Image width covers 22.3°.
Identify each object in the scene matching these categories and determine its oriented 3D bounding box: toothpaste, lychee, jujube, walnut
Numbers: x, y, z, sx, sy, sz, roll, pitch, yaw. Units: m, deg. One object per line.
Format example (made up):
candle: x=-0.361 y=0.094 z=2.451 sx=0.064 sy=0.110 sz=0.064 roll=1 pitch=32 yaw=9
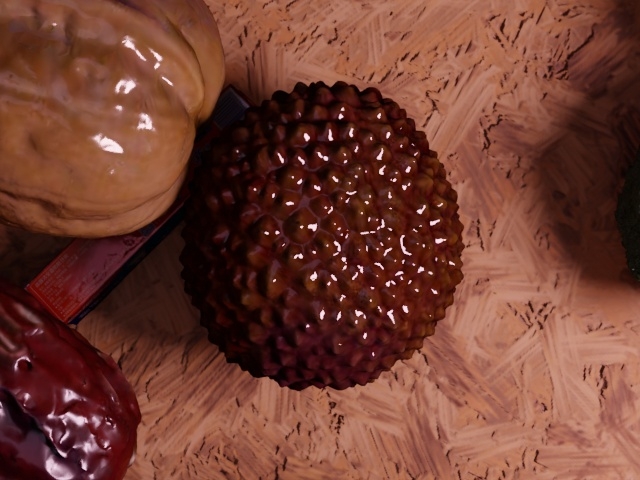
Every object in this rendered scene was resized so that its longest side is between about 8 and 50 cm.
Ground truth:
toothpaste: x=-0.186 y=-0.037 z=1.791 sx=0.320 sy=0.076 sz=0.066 roll=-44 pitch=85 yaw=3
lychee: x=0.000 y=0.000 z=1.664 sx=0.306 sy=0.306 sz=0.330 roll=-18 pitch=131 yaw=5
jujube: x=-0.369 y=0.156 z=1.721 sx=0.376 sy=0.258 sz=0.258 roll=28 pitch=91 yaw=-1
walnut: x=-0.274 y=-0.164 z=1.609 sx=0.344 sy=0.306 sz=0.306 roll=25 pitch=91 yaw=-4

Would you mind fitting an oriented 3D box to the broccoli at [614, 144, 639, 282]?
broccoli: x=0.437 y=-0.033 z=1.660 sx=0.270 sy=0.270 sz=0.270 roll=12 pitch=89 yaw=-26
